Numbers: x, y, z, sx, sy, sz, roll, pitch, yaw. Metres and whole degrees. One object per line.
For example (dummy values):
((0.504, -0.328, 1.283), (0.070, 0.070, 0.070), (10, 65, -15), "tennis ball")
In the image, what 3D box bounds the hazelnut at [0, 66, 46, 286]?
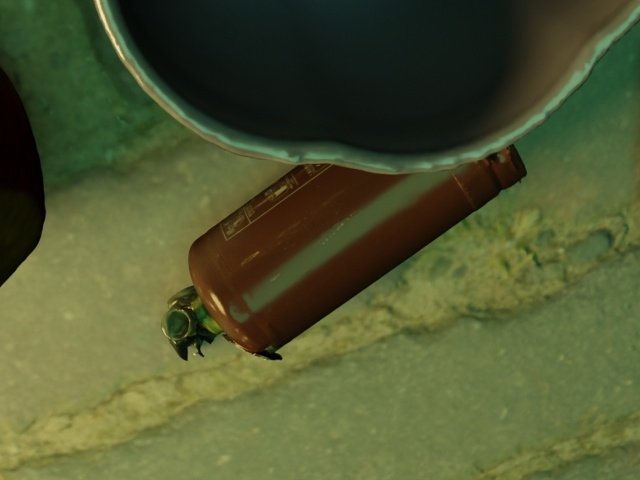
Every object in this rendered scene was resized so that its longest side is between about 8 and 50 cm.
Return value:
((-0.252, -0.020, 0.513), (0.201, 0.170, 0.161), (-19, 116, -14), "hazelnut")

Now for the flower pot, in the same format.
((0.011, -0.190, 0.452), (0.264, 0.243, 0.265), (-4, 114, -8), "flower pot")

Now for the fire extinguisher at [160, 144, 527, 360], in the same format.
((0.000, 0.000, 0.624), (0.269, 0.105, 0.105), (-36, 117, 6), "fire extinguisher")
